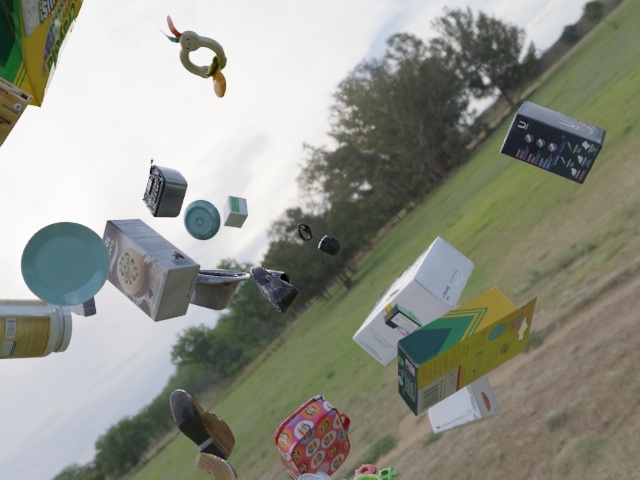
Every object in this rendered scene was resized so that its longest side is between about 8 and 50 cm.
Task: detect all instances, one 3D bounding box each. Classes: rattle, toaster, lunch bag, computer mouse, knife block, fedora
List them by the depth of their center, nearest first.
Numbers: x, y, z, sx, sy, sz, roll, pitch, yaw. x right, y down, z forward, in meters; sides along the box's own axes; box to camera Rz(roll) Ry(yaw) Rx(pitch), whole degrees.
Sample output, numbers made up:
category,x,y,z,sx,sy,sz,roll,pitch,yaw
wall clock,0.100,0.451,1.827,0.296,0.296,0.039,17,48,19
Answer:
category,x,y,z,sx,sy,sz,roll,pitch,yaw
knife block,-0.698,-0.204,1.190,0.276,0.088,0.242,-58,35,-2
rattle,-0.342,-0.482,1.594,0.130,0.143,0.199,-7,-28,30
lunch bag,-0.007,0.657,1.972,0.258,0.120,0.293,-36,-48,-26
fedora,-0.379,0.170,2.072,0.275,0.243,0.125,3,-87,-62
computer mouse,0.000,0.000,2.296,0.242,0.041,0.071,29,-84,-40
toaster,-0.599,-0.195,2.299,0.110,0.168,0.186,5,-66,-37

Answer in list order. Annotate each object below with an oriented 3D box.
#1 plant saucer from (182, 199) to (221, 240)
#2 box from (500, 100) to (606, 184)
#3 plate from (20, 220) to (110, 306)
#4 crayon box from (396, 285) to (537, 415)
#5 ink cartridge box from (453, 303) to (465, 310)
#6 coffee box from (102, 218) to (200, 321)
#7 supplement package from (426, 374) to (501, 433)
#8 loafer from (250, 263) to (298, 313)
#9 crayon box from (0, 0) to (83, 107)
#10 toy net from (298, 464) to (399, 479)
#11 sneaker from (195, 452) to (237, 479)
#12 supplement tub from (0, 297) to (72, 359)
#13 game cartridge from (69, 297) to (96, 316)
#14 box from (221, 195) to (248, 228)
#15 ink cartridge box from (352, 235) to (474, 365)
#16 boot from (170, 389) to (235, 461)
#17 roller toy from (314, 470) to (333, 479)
category,x,y,z,sx,sy,sz,roll,pitch,yaw
plant saucer,-0.344,-0.057,1.717,0.119,0.119,0.021,-44,-2,16
box,0.731,-0.312,1.885,0.165,0.270,0.144,-44,-26,-53
plate,-0.563,0.052,1.329,0.188,0.188,0.024,-40,19,-30
crayon box,0.319,0.232,1.315,0.318,0.081,0.202,-25,-43,-16
ink cartridge box,0.400,0.310,1.929,0.332,0.166,0.065,-12,9,-12
coffee box,-0.493,0.076,1.694,0.118,0.297,0.168,-7,-58,-53
supplement package,0.486,0.552,2.080,0.175,0.178,0.293,-27,-23,22
loafer,-0.117,0.119,1.590,0.078,0.080,0.220,-33,35,-12
crayon box,-0.615,-0.523,1.253,0.313,0.106,0.363,105,171,-60
toy net,0.031,0.472,1.169,0.232,0.045,0.122,-11,22,30
sneaker,-0.310,0.724,1.898,0.084,0.185,0.070,33,-105,-44
supplement tub,-0.714,0.209,1.430,0.199,0.144,0.144,7,-41,-42
game cartridge,-0.923,0.136,2.167,0.354,0.230,0.068,11,24,42
box,-0.375,-0.124,2.631,0.087,0.101,0.102,9,-40,-26
ink cartridge box,0.226,0.149,1.465,0.278,0.117,0.201,-52,-2,41
boot,-0.416,0.643,2.120,0.112,0.305,0.115,-33,4,28
roller toy,0.004,0.788,1.748,0.146,0.191,0.209,-35,12,-16
